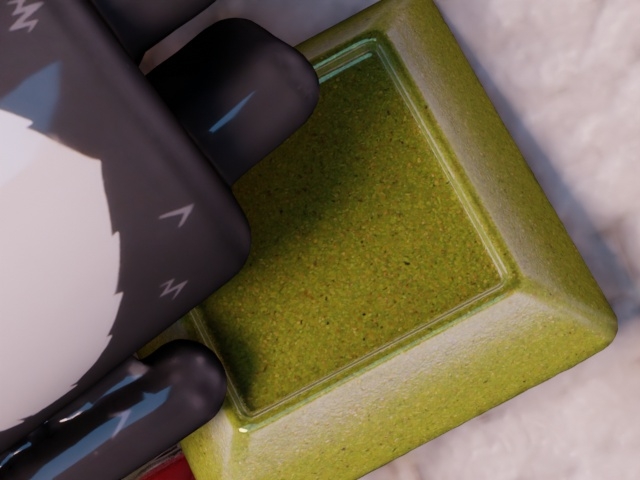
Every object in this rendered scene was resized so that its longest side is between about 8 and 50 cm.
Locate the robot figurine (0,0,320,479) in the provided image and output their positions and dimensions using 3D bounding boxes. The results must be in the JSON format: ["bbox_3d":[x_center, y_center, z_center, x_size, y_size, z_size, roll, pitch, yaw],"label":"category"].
[{"bbox_3d":[-0.137,-0.010,0.666,0.278,0.173,0.209,-37,72,-3],"label":"robot figurine"}]

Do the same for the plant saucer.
[{"bbox_3d":[0.000,0.000,0.756,0.188,0.045,0.188,-28,72,1],"label":"plant saucer"}]

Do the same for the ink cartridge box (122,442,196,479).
[{"bbox_3d":[-0.174,0.217,0.811,0.272,0.130,0.309,19,97,11],"label":"ink cartridge box"}]
